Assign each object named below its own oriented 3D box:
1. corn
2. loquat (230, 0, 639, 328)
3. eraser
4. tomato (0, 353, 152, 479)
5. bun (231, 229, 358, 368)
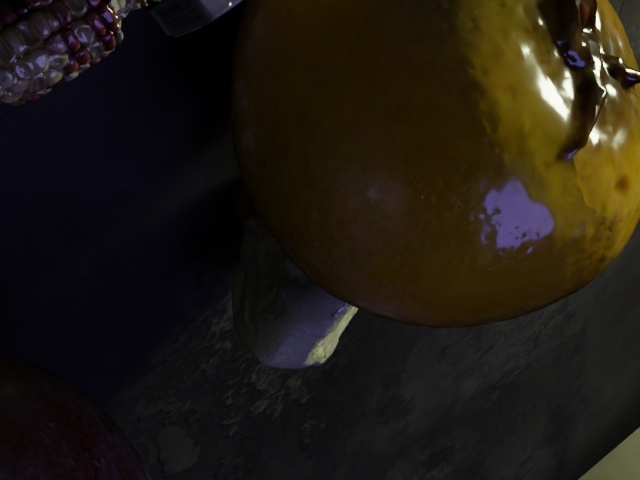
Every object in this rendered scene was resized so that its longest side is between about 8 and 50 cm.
[{"bbox_3d":[-0.118,-0.184,1.171,0.290,0.098,0.098,-41,155,-5],"label":"corn"},{"bbox_3d":[0.070,-0.086,1.374,0.359,0.328,0.328,-25,171,38],"label":"loquat"},{"bbox_3d":[-0.077,-0.167,1.263,0.052,0.029,0.122,-38,-169,-15],"label":"eraser"},{"bbox_3d":[-0.265,0.236,1.349,0.283,0.316,0.316,14,120,-45],"label":"tomato"},{"bbox_3d":[0.000,0.000,1.590,0.231,0.133,0.231,-53,178,-3],"label":"bun"}]
